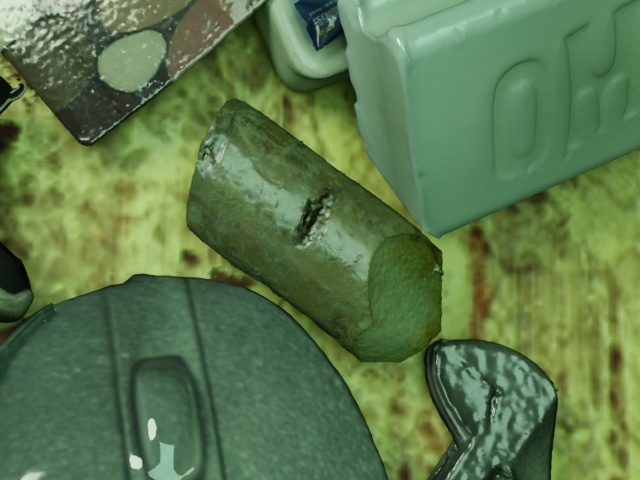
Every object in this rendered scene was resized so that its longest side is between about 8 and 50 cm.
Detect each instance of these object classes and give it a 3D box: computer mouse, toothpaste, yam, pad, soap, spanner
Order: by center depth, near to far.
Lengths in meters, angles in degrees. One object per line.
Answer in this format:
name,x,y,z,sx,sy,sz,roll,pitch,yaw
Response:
computer mouse,-0.053,0.193,0.518,0.203,0.114,0.374,-7,83,-12
yam,0.000,0.000,0.577,0.146,0.070,0.070,37,77,-3
toothpaste,0.023,-0.122,0.579,0.083,0.019,0.027,-38,117,-15
pad,-0.126,-0.178,0.581,0.158,0.003,0.235,-41,87,0
soap,0.115,-0.092,0.586,0.198,0.066,0.119,-23,131,-13
spanner,0.132,0.193,0.603,0.093,0.026,0.325,-29,91,-15

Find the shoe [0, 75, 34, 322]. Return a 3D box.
shoe,-0.175,-0.043,0.550,0.169,0.071,0.099,44,74,0

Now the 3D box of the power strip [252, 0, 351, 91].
power strip,-0.009,-0.204,0.616,0.118,0.046,0.270,-22,87,-13
